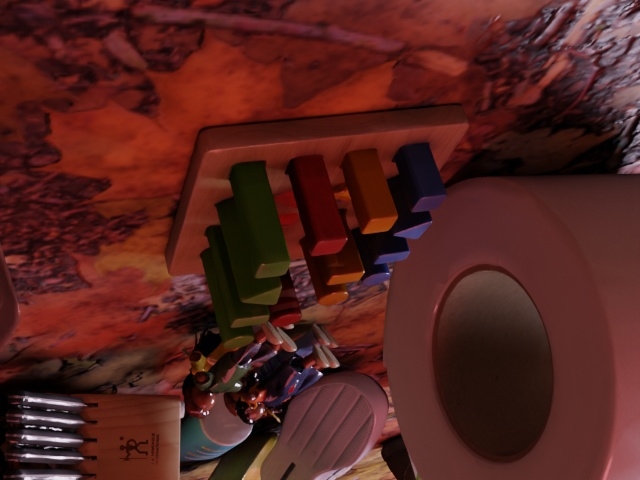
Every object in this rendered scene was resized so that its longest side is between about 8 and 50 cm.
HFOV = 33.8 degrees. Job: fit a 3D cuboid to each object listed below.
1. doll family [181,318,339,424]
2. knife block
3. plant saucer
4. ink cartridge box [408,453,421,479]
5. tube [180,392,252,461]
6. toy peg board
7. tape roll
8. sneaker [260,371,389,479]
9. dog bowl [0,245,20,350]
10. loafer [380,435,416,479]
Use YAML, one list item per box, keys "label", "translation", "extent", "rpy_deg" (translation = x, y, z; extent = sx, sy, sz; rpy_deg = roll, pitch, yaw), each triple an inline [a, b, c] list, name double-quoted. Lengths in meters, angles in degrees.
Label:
- label: "doll family"
  translation: [-0.055, 0.108, 0.855]
  extent: [0.111, 0.076, 0.193]
  rpy_deg: [-42, 147, 9]
- label: "knife block"
  translation: [-0.237, 0.174, 0.858]
  extent: [0.242, 0.088, 0.276]
  rpy_deg: [3, 165, -12]
- label: "plant saucer"
  translation: [-0.120, 0.312, 1.165]
  extent: [0.037, 0.241, 0.241]
  rpy_deg: [28, 156, 8]
- label: "ink cartridge box"
  translation: [0.216, 0.142, 1.064]
  extent: [0.273, 0.115, 0.198]
  rpy_deg: [-14, 157, -4]
- label: "tube"
  translation: [-0.120, 0.201, 1.072]
  extent: [0.080, 0.052, 0.207]
  rpy_deg: [6, 157, -17]
- label: "toy peg board"
  translation: [0.000, 0.000, 0.645]
  extent: [0.160, 0.079, 0.161]
  rpy_deg: [-7, 156, -20]
- label: "tape roll"
  translation: [0.178, 0.076, 0.725]
  extent: [0.169, 0.246, 0.246]
  rpy_deg: [-3, 154, -28]
- label: "sneaker"
  translation: [0.012, 0.197, 1.117]
  extent: [0.091, 0.094, 0.258]
  rpy_deg: [-35, 169, -38]
- label: "dog bowl"
  translation: [-0.305, 0.006, 0.426]
  extent: [0.349, 0.102, 0.349]
  rpy_deg: [-13, 157, -6]
- label: "loafer"
  translation: [0.195, 0.284, 1.420]
  extent: [0.220, 0.078, 0.080]
  rpy_deg: [-17, 157, 2]
